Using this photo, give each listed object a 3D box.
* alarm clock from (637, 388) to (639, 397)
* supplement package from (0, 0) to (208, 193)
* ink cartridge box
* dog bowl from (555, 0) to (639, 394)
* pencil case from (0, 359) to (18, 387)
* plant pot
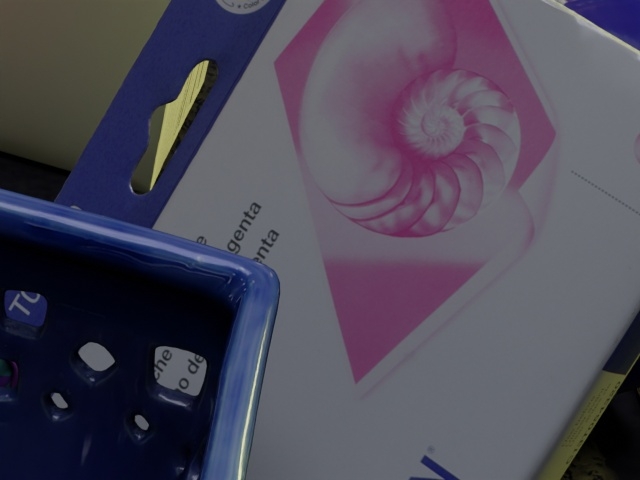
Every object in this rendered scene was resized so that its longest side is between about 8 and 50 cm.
[{"bbox_3d":[0.244,0.073,1.093,0.192,0.064,0.129,23,38,15],"label":"alarm clock"},{"bbox_3d":[-0.198,-0.180,1.140,0.262,0.204,0.145,16,37,2],"label":"supplement package"},{"bbox_3d":[0.000,0.000,0.904,0.330,0.324,0.071,34,8,22],"label":"ink cartridge box"},{"bbox_3d":[0.125,-0.037,1.022,0.104,0.265,0.265,-14,46,-30],"label":"dog bowl"},{"bbox_3d":[-0.213,0.031,0.981,0.064,0.070,0.152,-6,43,-25],"label":"pencil case"},{"bbox_3d":[-0.159,0.128,0.762,0.236,0.212,0.236,14,38,-1],"label":"plant pot"}]
